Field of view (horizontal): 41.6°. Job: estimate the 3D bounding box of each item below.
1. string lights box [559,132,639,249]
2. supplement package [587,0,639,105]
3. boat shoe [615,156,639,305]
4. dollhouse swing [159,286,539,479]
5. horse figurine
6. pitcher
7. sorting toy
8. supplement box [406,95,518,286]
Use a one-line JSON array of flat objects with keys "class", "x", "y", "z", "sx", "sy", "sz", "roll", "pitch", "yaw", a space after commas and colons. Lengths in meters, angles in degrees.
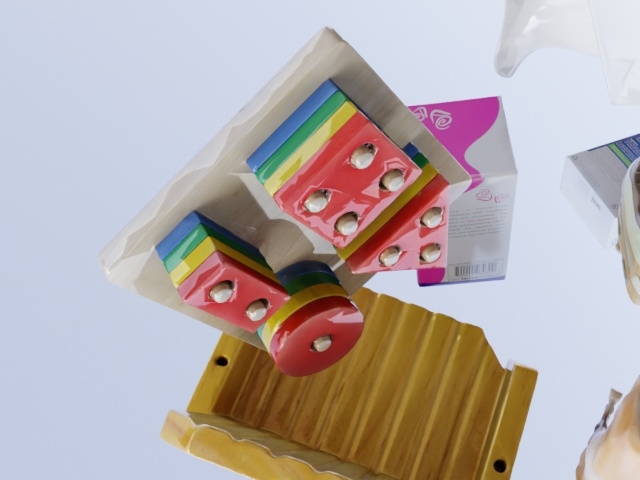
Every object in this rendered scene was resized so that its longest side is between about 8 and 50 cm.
[{"class": "string lights box", "x": 0.500, "y": -0.093, "z": 1.226, "sx": 0.259, "sy": 0.077, "sz": 0.133, "roll": -17, "pitch": -129, "yaw": -9}, {"class": "supplement package", "x": 0.270, "y": -0.187, "z": 0.447, "sx": 0.203, "sy": 0.194, "sz": 0.149, "roll": -47, "pitch": -52, "yaw": -33}, {"class": "boat shoe", "x": 0.315, "y": -0.012, "z": 0.826, "sx": 0.068, "sy": 0.072, "sz": 0.190, "roll": 26, "pitch": -139, "yaw": 2}, {"class": "dollhouse swing", "x": 0.045, "y": 0.147, "z": 0.880, "sx": 0.346, "sy": 0.305, "sz": 0.315, "roll": 19, "pitch": -116, "yaw": 11}, {"class": "horse figurine", "x": 0.257, "y": 0.161, "z": 0.681, "sx": 0.066, "sy": 0.263, "sz": 0.174, "roll": 26, "pitch": -120, "yaw": 13}, {"class": "pitcher", "x": 0.245, "y": -0.231, "z": 0.699, "sx": 0.125, "sy": 0.207, "sz": 0.178, "roll": -51, "pitch": -47, "yaw": -51}, {"class": "sorting toy", "x": 0.000, "y": 0.000, "z": 0.708, "sx": 0.255, "sy": 0.257, "sz": 0.089, "roll": 34, "pitch": -165, "yaw": -51}, {"class": "supplement box", "x": 0.158, "y": -0.050, "z": 0.974, "sx": 0.111, "sy": 0.220, "sz": 0.114, "roll": -5, "pitch": -122, "yaw": 5}]
